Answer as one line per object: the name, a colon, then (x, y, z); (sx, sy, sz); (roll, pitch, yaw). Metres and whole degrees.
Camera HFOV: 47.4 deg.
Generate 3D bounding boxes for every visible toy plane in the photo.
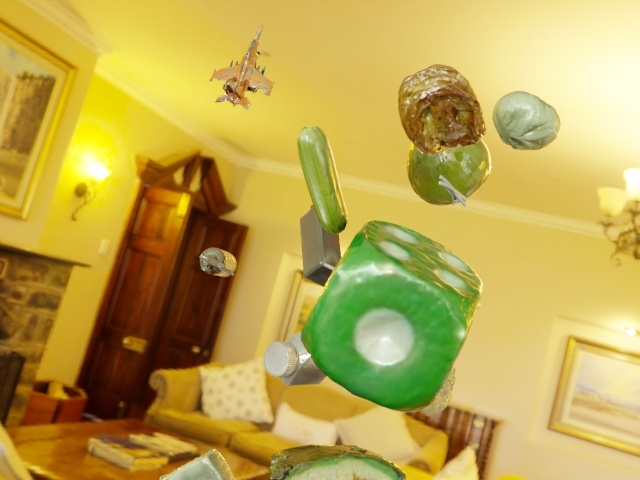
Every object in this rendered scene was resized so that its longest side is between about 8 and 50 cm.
toy plane: (-0.146, -0.347, 1.467); (0.135, 0.188, 0.062); (14, -26, 12)

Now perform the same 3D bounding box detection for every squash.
squash: (0.004, -0.122, 1.485); (0.069, 0.239, 0.069); (-14, 22, 6)

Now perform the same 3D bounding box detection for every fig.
fig: (0.430, -0.286, 2.514); (0.316, 0.316, 0.316); (15, -6, 2)

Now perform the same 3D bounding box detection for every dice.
dice: (0.148, 0.147, 1.496); (0.297, 0.287, 0.300); (27, 19, 6)

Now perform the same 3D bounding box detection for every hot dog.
hot dog: (0.282, -0.273, 1.652); (0.175, 0.114, 0.259); (-22, -38, 18)

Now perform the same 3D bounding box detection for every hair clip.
hair clip: (0.339, -0.126, 1.911); (0.039, 0.030, 0.115); (-23, -47, 31)

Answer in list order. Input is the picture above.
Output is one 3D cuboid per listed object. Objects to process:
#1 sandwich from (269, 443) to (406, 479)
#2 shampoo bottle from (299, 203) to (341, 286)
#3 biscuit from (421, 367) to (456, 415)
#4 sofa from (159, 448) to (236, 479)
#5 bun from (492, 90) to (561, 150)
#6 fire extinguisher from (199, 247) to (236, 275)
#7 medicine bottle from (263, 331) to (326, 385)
sandwich: (0.023, 0.475, 1.368); (0.292, 0.212, 0.109); (-9, 8, -30)
shampoo bottle: (0.000, 0.000, 1.897); (0.080, 0.246, 0.079); (29, -53, -32)
biscuit: (0.315, 0.419, 2.130); (0.084, 0.179, 0.281); (-6, -28, 30)
sofa: (-0.341, 0.734, 2.034); (0.210, 0.225, 0.176); (-31, -4, 20)
bun: (0.569, -0.325, 2.045); (0.195, 0.118, 0.195); (29, -17, 10)
fire extinguisher: (-0.269, 0.059, 1.986); (0.106, 0.075, 0.252); (5, -5, 3)
medicine bottle: (-0.050, 0.306, 1.882); (0.188, 0.132, 0.088); (11, 34, -49)
